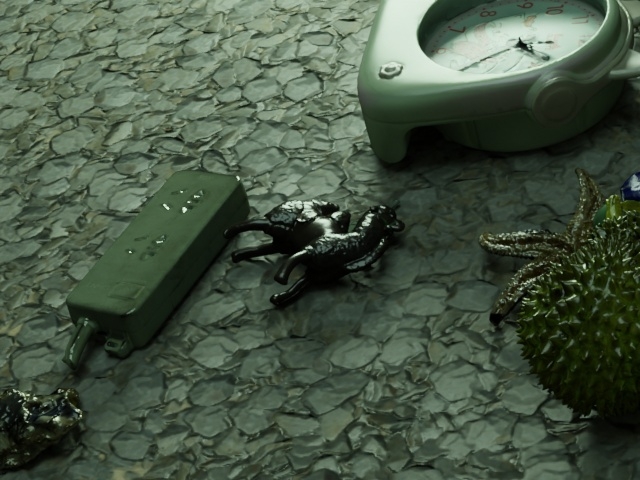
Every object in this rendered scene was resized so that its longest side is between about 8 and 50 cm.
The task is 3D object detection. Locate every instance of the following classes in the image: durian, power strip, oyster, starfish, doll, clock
[{"bbox_3d":[0.269,0.065,1.601,0.198,0.159,0.146,-48,1,-10],"label":"durian"},{"bbox_3d":[-0.179,0.032,1.905,0.093,0.053,0.288,9,43,29],"label":"power strip"},{"bbox_3d":[-0.303,0.176,1.770,0.148,0.051,0.103,-27,30,3],"label":"oyster"},{"bbox_3d":[0.251,0.010,1.775,0.213,0.057,0.238,0,35,24],"label":"starfish"},{"bbox_3d":[0.000,0.000,1.876,0.165,0.057,0.139,-26,37,-15],"label":"doll"},{"bbox_3d":[0.212,-0.199,2.008,0.324,0.109,0.265,-2,38,17],"label":"clock"}]

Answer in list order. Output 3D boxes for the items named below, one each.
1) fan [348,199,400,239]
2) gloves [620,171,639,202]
[{"bbox_3d":[0.058,-0.016,1.915,0.056,0.004,0.083,19,51,39],"label":"fan"},{"bbox_3d":[0.346,-0.055,1.841,0.086,0.026,0.064,-6,36,14],"label":"gloves"}]
